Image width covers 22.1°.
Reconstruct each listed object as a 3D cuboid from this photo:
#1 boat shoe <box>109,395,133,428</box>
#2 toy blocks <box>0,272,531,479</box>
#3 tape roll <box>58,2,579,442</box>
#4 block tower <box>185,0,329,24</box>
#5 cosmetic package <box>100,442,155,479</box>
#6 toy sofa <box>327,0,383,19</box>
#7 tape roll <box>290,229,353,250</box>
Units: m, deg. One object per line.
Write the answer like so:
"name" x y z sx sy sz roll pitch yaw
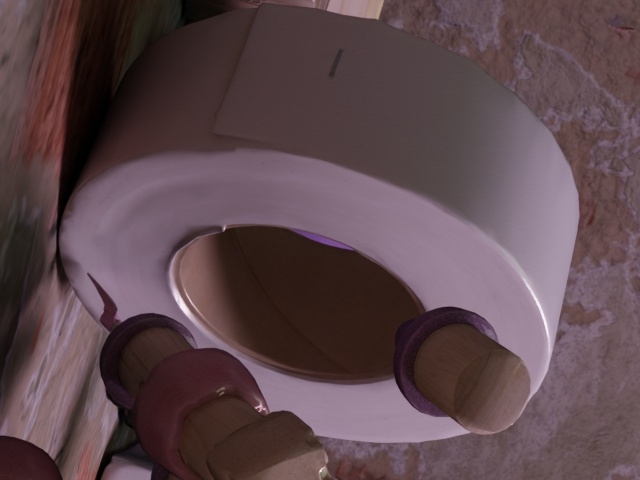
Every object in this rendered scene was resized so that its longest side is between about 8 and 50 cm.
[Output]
"boat shoe" -0.115 0.100 1.414 0.324 0.122 0.120 133 -30 -74
"toy blocks" -0.019 0.165 0.868 0.260 0.309 0.288 32 -34 63
"tape roll" 0.000 0.000 0.930 0.286 0.286 0.100 105 3 -56
"block tower" -0.040 -0.178 1.145 0.335 0.097 0.091 98 8 -75
"cosmetic package" -0.093 0.434 1.600 0.327 0.329 0.394 104 2 -86
"toy sofa" 0.026 -0.333 1.481 0.150 0.177 0.362 -122 -136 -58
"tape roll" 0.007 0.012 1.600 0.275 0.275 0.090 -67 175 -79
